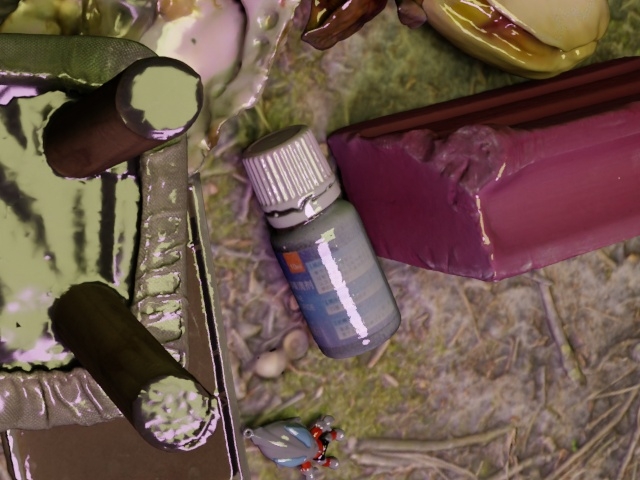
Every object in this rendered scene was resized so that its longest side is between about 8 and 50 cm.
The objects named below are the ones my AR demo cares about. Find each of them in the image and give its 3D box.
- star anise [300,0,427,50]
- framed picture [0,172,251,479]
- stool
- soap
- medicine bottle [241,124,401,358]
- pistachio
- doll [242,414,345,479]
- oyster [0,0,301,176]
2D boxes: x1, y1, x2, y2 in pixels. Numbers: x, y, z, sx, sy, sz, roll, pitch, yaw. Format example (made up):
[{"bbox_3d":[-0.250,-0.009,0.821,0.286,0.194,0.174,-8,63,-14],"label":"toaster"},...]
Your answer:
[{"bbox_3d":[0.053,-0.260,1.273,0.220,0.214,0.099,-19,143,8],"label":"star anise"},{"bbox_3d":[-0.174,0.103,1.253,0.213,0.016,0.289,-15,102,-28],"label":"framed picture"},{"bbox_3d":[-0.235,0.006,1.054,0.310,0.226,0.310,-4,97,-11],"label":"stool"},{"bbox_3d":[0.220,-0.078,1.344,0.360,0.233,0.128,-16,104,-28],"label":"soap"},{"bbox_3d":[0.000,0.000,1.307,0.083,0.083,0.203,-31,109,-25],"label":"medicine bottle"},{"bbox_3d":[0.171,-0.224,1.375,0.201,0.117,0.145,20,44,-19],"label":"pistachio"},{"bbox_3d":[-0.024,0.184,1.336,0.114,0.039,0.057,16,120,-41],"label":"doll"},{"bbox_3d":[-0.124,-0.183,1.215,0.201,0.107,0.354,39,92,-14],"label":"oyster"}]
